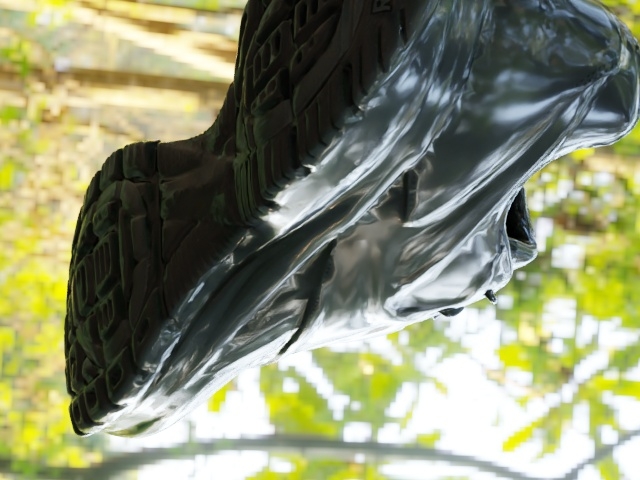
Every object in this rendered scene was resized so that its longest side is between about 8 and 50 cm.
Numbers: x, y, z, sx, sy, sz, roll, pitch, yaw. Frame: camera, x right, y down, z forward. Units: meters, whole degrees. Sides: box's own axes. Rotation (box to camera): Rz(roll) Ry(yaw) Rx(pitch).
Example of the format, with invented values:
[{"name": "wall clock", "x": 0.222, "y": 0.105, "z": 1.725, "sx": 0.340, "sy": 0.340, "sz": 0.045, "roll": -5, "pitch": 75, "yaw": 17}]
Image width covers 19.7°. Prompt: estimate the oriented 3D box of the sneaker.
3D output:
[{"name": "sneaker", "x": 0.000, "y": 0.000, "z": 0.640, "sx": 0.286, "sy": 0.130, "sz": 0.109, "roll": -40, "pitch": -136, "yaw": 48}]
